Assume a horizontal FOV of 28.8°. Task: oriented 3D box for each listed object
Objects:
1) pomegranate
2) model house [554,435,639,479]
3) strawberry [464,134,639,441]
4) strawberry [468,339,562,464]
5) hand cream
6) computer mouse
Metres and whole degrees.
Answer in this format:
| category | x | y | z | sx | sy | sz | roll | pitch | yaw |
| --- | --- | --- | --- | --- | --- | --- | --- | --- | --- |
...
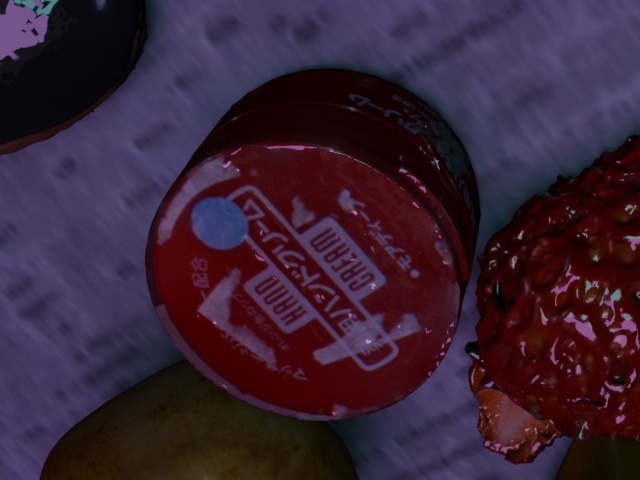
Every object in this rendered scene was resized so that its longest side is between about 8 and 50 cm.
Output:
| category | x | y | z | sx | sy | sz | roll | pitch | yaw |
| --- | --- | --- | --- | --- | --- | --- | --- | --- | --- |
| pomegranate | -0.101 | 0.210 | 0.978 | 0.252 | 0.270 | 0.229 | -39 | 111 | -2 |
| model house | 0.260 | 0.242 | 0.886 | 0.173 | 0.239 | 0.268 | 9 | 125 | -1 |
| strawberry | 0.195 | 0.021 | 0.829 | 0.190 | 0.111 | 0.236 | 37 | 104 | 24 |
| strawberry | 0.161 | 0.103 | 0.956 | 0.104 | 0.048 | 0.152 | 20 | 124 | -1 |
| hand cream | 0.000 | 0.000 | 0.889 | 0.230 | 0.149 | 0.230 | 5 | 117 | 10 |
| computer mouse | -0.277 | -0.141 | 0.913 | 0.323 | 0.116 | 0.183 | -20 | 105 | 24 |
